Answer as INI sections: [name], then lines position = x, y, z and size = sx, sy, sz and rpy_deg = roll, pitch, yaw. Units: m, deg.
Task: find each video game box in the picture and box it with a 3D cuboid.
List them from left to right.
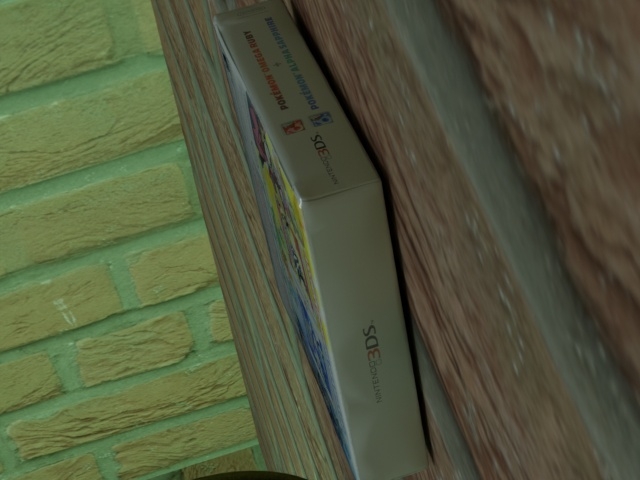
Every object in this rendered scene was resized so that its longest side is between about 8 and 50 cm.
[video game box]
position = 0.000, 0.000, 0.792
size = 0.187, 0.048, 0.205
rpy_deg = -111, 7, -50

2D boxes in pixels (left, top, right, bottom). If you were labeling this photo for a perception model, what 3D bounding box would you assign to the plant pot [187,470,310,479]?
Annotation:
[plant pot]
position = -0.043, 0.441, 1.174
size = 0.353, 0.366, 0.367
rpy_deg = 49, 158, 45
